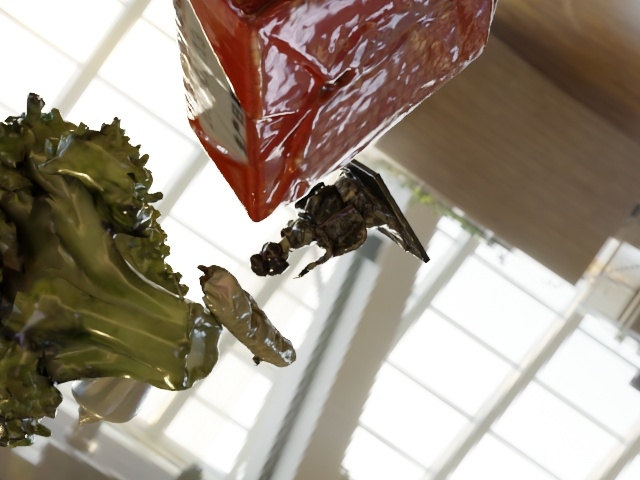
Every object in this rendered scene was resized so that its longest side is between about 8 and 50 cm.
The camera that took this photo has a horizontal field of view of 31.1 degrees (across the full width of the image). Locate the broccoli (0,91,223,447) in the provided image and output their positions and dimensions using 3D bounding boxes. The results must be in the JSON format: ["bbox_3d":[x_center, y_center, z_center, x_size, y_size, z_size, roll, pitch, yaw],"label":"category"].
[{"bbox_3d":[-0.232,0.061,1.067,0.281,0.293,0.348,18,162,21],"label":"broccoli"}]

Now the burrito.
[{"bbox_3d":[-0.068,0.074,1.073,0.041,0.045,0.185,-4,154,17],"label":"burrito"}]

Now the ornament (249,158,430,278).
[{"bbox_3d":[0.000,0.000,1.517,0.153,0.196,0.166,59,170,-29],"label":"ornament"}]

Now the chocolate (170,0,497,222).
[{"bbox_3d":[0.015,-0.158,0.750,0.108,0.237,0.235,46,161,19],"label":"chocolate"}]

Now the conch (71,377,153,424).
[{"bbox_3d":[-0.241,0.150,1.395,0.104,0.176,0.094,42,-163,25],"label":"conch"}]
